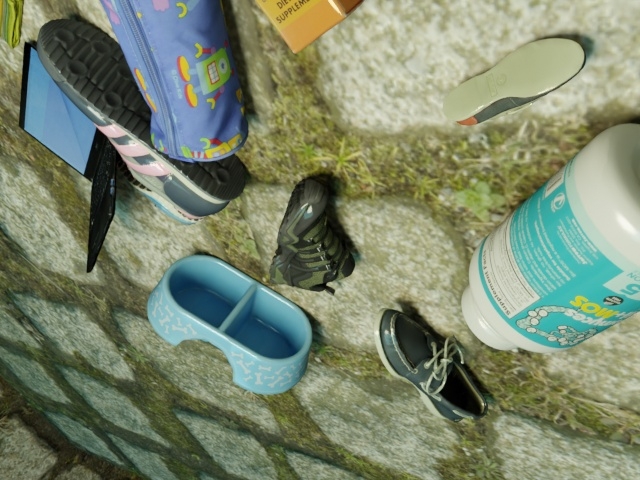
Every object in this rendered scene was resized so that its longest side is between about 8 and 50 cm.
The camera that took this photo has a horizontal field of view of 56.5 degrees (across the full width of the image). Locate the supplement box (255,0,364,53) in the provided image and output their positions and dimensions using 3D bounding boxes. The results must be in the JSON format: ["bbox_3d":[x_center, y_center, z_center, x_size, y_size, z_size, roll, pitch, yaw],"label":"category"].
[{"bbox_3d":[-0.056,-0.290,0.522,0.078,0.080,0.233,-20,116,44],"label":"supplement box"}]

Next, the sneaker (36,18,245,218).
[{"bbox_3d":[-0.256,-0.145,0.803,0.319,0.112,0.131,45,139,-14],"label":"sneaker"}]

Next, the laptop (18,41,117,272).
[{"bbox_3d":[-0.397,-0.115,0.912,0.136,0.264,0.234,6,155,-26],"label":"laptop"}]

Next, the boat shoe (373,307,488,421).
[{"bbox_3d":[0.166,0.188,0.878,0.079,0.095,0.254,-7,129,43],"label":"boat shoe"}]

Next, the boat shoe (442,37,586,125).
[{"bbox_3d":[0.179,-0.141,0.545,0.043,0.049,0.137,6,162,-43],"label":"boat shoe"}]

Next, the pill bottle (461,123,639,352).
[{"bbox_3d":[0.246,0.020,0.587,0.146,0.146,0.264,33,144,0],"label":"pill bottle"}]

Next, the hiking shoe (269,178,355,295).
[{"bbox_3d":[0.000,0.000,0.817,0.114,0.086,0.227,17,148,-1],"label":"hiking shoe"}]

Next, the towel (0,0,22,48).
[{"bbox_3d":[-0.513,-0.372,0.815,0.237,0.021,0.102,39,142,-7],"label":"towel"}]

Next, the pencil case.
[{"bbox_3d":[-0.161,-0.222,0.630,0.119,0.133,0.306,14,140,21],"label":"pencil case"}]

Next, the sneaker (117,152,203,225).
[{"bbox_3d":[-0.252,-0.076,0.920,0.162,0.063,0.073,42,149,-7],"label":"sneaker"}]

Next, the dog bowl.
[{"bbox_3d":[-0.145,0.130,0.997,0.297,0.166,0.074,30,132,4],"label":"dog bowl"}]
